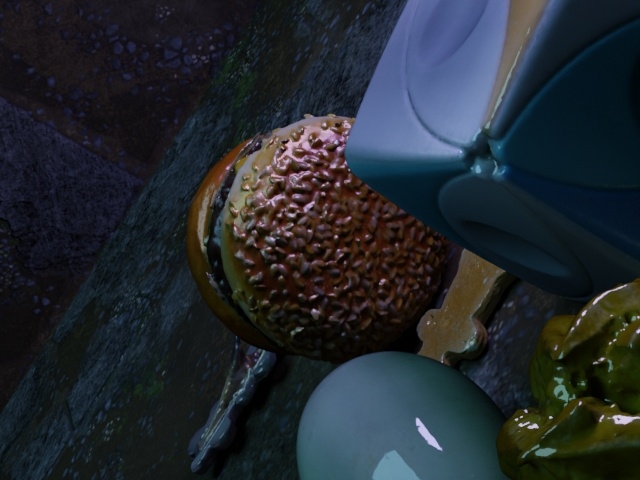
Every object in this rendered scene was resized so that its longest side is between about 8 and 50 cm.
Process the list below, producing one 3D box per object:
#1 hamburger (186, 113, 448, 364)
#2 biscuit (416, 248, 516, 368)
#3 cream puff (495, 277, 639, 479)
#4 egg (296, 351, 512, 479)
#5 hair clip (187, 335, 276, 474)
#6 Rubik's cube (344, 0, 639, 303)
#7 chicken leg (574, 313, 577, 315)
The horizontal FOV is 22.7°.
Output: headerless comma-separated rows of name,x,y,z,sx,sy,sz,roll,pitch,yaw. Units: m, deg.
hamburger,0.000,0.000,2.121,0.330,0.330,0.250,-66,17,-16
biscuit,0.172,0.105,2.001,0.234,0.030,0.153,-62,21,-6
cream puff,0.283,0.149,1.411,0.324,0.257,0.291,-62,25,-6
egg,0.103,0.250,1.700,0.230,0.230,0.371,-57,27,6
hair clip,-0.133,0.239,2.457,0.257,0.075,0.146,-66,19,3
Rubik's cube,0.274,-0.145,1.664,0.347,0.352,0.352,-64,24,-8
chicken leg,0.271,0.161,1.697,0.205,0.053,0.093,-65,7,-22
